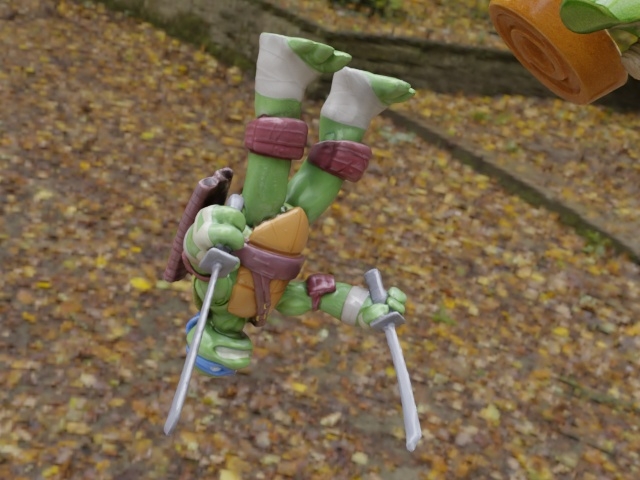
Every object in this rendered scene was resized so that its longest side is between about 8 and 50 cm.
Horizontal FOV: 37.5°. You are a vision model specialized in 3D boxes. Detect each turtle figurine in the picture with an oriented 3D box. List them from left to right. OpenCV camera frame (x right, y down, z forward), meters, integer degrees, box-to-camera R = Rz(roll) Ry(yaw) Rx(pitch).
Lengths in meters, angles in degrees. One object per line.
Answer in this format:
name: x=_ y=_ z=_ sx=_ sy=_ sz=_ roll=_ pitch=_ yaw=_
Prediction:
turtle figurine: x=0.000 y=0.000 z=0.691 sx=0.198 sy=0.266 sz=0.275 roll=16 pitch=4 yaw=-16

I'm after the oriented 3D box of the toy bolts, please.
toy bolts: x=0.166 y=-0.194 z=0.520 sx=0.228 sy=0.158 sz=0.218 roll=46 pitch=3 yaw=-11
